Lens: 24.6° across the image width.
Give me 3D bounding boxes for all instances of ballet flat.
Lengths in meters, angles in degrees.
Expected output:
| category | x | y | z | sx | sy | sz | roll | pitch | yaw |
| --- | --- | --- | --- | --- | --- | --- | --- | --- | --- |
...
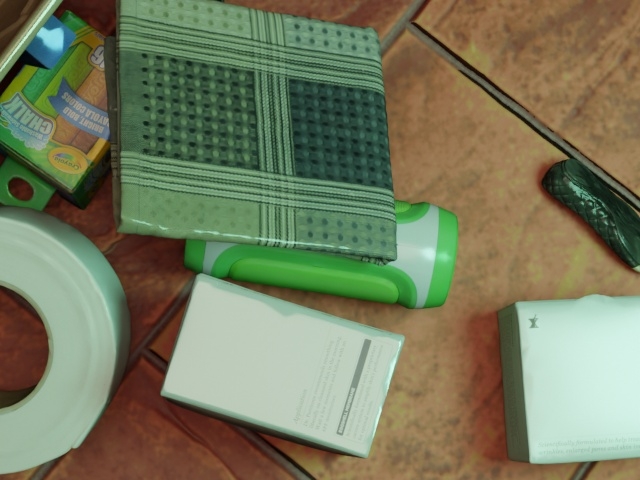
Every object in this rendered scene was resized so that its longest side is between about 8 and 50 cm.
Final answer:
| category | x | y | z | sx | sy | sz | roll | pitch | yaw |
| --- | --- | --- | --- | --- | --- | --- | --- | --- | --- |
| ballet flat | 0.333 | -0.027 | 1.734 | 0.173 | 0.049 | 0.057 | 47 | 49 | -1 |

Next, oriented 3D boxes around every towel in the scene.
| category | x | y | z | sx | sy | sz | roll | pitch | yaw |
| --- | --- | --- | --- | --- | --- | --- | --- | --- | --- |
| towel | -0.076 | -0.123 | 1.588 | 0.324 | 0.056 | 0.312 | 8 | 60 | -21 |

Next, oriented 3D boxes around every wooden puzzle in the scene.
| category | x | y | z | sx | sy | sz | roll | pitch | yaw |
| --- | --- | --- | --- | --- | --- | --- | --- | --- | --- |
| wooden puzzle | -0.375 | -0.181 | 1.589 | 0.080 | 0.322 | 0.348 | 35 | 82 | -29 |

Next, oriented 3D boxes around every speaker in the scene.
| category | x | y | z | sx | sy | sz | roll | pitch | yaw |
| --- | --- | --- | --- | --- | --- | --- | --- | --- | --- |
| speaker | 0.000 | 0.000 | 1.659 | 0.296 | 0.131 | 0.131 | 9 | 82 | -3 |

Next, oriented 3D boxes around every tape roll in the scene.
| category | x | y | z | sx | sy | sz | roll | pitch | yaw |
| --- | --- | --- | --- | --- | --- | --- | --- | --- | --- |
| tape roll | -0.351 | 0.107 | 1.598 | 0.286 | 0.100 | 0.286 | 0 | 98 | 2 |

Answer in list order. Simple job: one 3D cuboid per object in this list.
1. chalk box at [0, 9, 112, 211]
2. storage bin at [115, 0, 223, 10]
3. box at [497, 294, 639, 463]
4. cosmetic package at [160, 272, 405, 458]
| category | x | y | z | sx | sy | sz | roll | pitch | yaw |
| --- | --- | --- | --- | --- | --- | --- | --- | --- | --- |
| chalk box | -0.290 | -0.125 | 1.654 | 0.132 | 0.132 | 0.213 | 34 | 81 | 1 |
| storage bin | -0.171 | -0.321 | 1.713 | 0.122 | 0.084 | 0.180 | 3 | 83 | -3 |
| box | 0.303 | 0.157 | 1.662 | 0.181 | 0.119 | 0.182 | -3 | 83 | -4 |
| cosmetic package | -0.047 | 0.141 | 1.588 | 0.224 | 0.224 | 0.138 | 18 | 81 | -1 |
